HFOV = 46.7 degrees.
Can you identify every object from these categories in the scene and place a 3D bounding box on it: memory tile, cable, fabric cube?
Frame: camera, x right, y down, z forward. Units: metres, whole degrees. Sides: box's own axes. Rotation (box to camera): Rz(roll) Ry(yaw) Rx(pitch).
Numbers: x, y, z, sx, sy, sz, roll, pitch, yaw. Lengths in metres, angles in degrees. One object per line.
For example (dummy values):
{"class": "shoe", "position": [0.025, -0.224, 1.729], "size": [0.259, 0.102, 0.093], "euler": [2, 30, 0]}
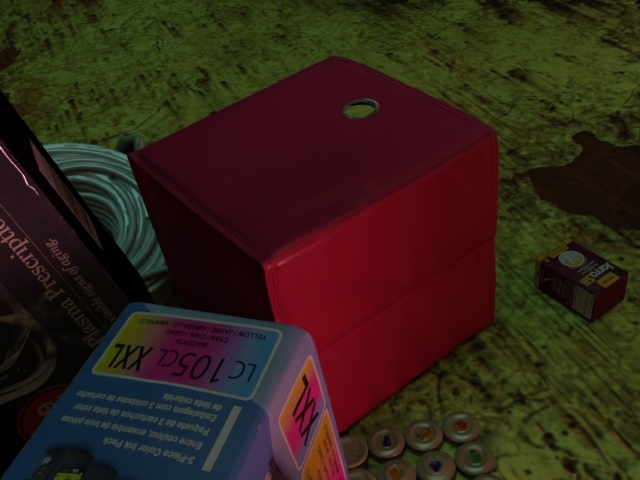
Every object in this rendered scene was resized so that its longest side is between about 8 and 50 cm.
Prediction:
{"class": "memory tile", "position": [0.087, 0.212, 0.677], "size": [0.148, 0.012, 0.113], "euler": [-13, 38, -2]}
{"class": "cable", "position": [-0.287, -0.002, 0.871], "size": [0.257, 0.089, 0.257], "euler": [-30, 68, -28]}
{"class": "fabric cube", "position": [0.000, 0.000, 0.765], "size": [0.258, 0.259, 0.254], "euler": [-30, 43, -23]}

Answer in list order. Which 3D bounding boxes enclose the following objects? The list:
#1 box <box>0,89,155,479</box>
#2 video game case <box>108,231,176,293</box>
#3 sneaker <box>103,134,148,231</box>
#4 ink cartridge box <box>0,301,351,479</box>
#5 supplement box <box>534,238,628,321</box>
{"class": "box", "position": [-0.337, 0.052, 0.603], "size": [0.312, 0.343, 0.179], "euler": [-33, 39, -7]}
{"class": "video game case", "position": [-0.218, 0.004, 1.000], "size": [0.212, 0.023, 0.193], "euler": [-7, 38, 4]}
{"class": "sneaker", "position": [-0.316, -0.068, 1.000], "size": [0.090, 0.115, 0.232], "euler": [15, 45, 30]}
{"class": "ink cartridge box", "position": [-0.111, 0.272, 0.437], "size": [0.151, 0.270, 0.395], "euler": [4, 40, 23]}
{"class": "supplement box", "position": [0.286, 0.042, 0.819], "size": [0.055, 0.043, 0.083], "euler": [-28, 42, -24]}
